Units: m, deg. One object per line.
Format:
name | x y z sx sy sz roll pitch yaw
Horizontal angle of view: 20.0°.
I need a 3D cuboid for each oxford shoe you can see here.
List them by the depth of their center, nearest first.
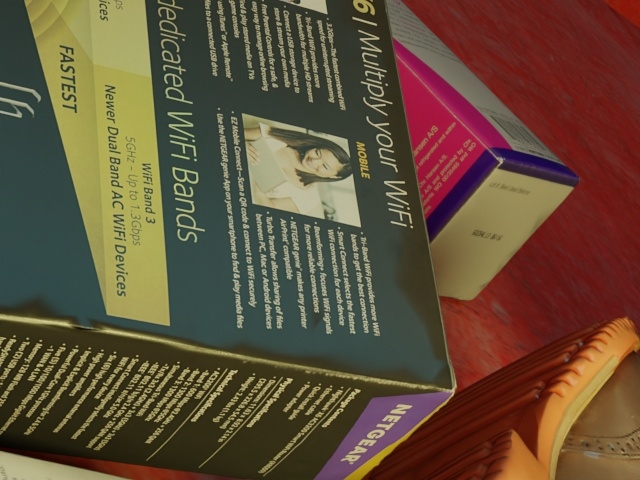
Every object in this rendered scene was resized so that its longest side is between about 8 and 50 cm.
oxford shoe | 0.089 0.132 0.762 0.132 0.130 0.364 57 25 -2

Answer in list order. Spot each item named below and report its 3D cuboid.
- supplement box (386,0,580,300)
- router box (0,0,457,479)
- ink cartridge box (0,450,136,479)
supplement box | 0.034 -0.077 1.127 0.220 0.114 0.111 50 21 26
router box | -0.095 -0.075 0.649 0.243 0.081 0.309 12 52 -26
ink cartridge box | -0.068 0.145 0.486 0.224 0.045 0.223 23 26 -44
